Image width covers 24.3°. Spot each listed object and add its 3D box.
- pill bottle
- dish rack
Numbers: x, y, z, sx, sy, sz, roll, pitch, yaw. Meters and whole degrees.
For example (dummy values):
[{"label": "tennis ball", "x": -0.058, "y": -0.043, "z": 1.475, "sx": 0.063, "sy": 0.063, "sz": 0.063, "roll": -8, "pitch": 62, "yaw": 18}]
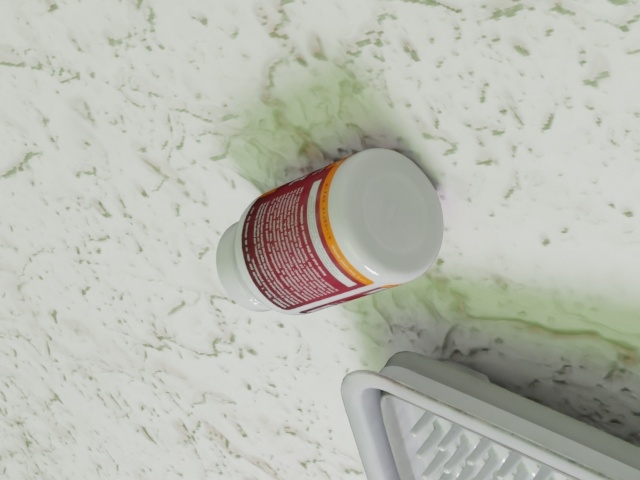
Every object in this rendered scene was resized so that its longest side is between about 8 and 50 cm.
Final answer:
[{"label": "pill bottle", "x": 0.000, "y": 0.000, "z": 0.949, "sx": 0.086, "sy": 0.086, "sz": 0.152, "roll": 48, "pitch": 143, "yaw": -17}, {"label": "dish rack", "x": 0.179, "y": 0.208, "z": 1.024, "sx": 0.333, "sy": 0.072, "sz": 0.285, "roll": 21, "pitch": 145, "yaw": 35}]
